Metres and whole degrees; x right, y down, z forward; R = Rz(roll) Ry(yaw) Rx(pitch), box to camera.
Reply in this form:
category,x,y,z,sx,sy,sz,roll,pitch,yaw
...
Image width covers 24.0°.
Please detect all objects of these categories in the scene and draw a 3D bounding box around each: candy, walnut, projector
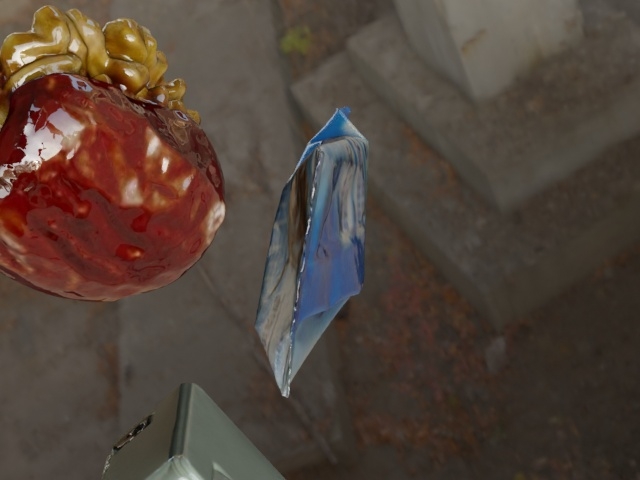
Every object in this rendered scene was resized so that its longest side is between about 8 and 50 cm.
category,x,y,z,sx,sy,sz,roll,pitch,yaw
candy,0.000,0.001,0.556,0.038,0.088,0.136,12,13,2
walnut,-0.210,-0.078,1.279,0.222,0.269,0.244,32,91,33
projector,-0.044,0.238,1.028,0.099,0.256,0.192,-41,11,4
